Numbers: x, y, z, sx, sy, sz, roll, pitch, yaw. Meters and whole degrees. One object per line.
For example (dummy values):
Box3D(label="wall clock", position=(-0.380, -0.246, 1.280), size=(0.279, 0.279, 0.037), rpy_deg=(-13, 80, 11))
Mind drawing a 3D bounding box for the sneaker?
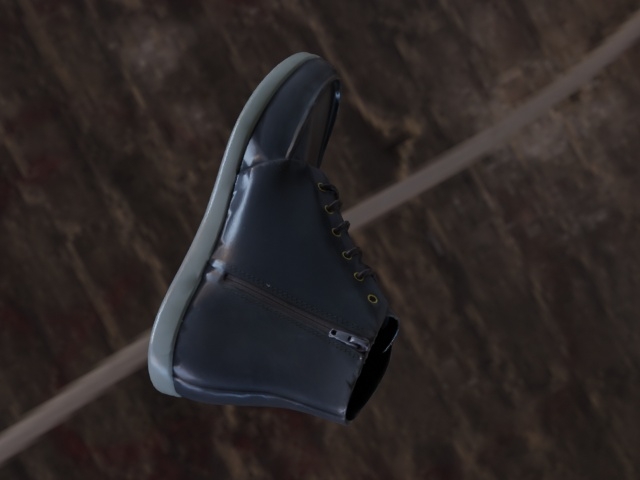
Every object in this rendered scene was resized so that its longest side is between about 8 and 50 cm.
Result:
Box3D(label="sneaker", position=(0.000, 0.000, 0.860), size=(0.118, 0.222, 0.083), rpy_deg=(13, 154, 15))
